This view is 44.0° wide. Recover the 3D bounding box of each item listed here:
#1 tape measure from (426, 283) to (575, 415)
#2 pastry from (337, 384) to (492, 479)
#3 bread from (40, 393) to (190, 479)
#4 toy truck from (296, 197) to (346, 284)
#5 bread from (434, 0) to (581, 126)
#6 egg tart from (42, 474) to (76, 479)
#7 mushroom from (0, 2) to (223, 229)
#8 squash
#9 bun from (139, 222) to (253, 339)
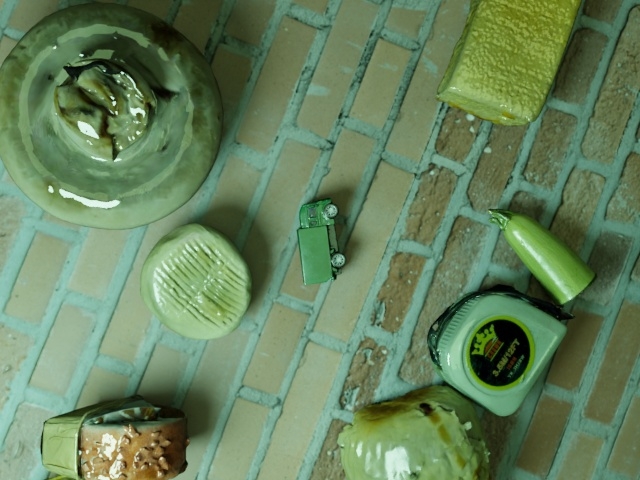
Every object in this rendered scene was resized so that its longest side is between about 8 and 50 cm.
[{"bbox_3d":[0.309,0.169,1.414,0.207,0.115,0.235,37,82,-11],"label":"tape measure"},{"bbox_3d":[0.170,0.391,1.360,0.256,0.170,0.236,-18,90,1],"label":"pastry"},{"bbox_3d":[-0.318,0.329,1.276,0.212,0.224,0.142,4,89,15],"label":"bread"},{"bbox_3d":[0.000,0.000,1.398,0.079,0.065,0.147,-6,92,-4],"label":"toy truck"},{"bbox_3d":[0.338,-0.353,1.422,0.185,0.114,0.274,20,86,-3],"label":"bread"},{"bbox_3d":[-0.405,0.483,1.299,0.213,0.090,0.212,10,71,-29],"label":"egg tart"},{"bbox_3d":[-0.333,-0.195,1.243,0.362,0.294,0.362,0,90,-9],"label":"mushroom"},{"bbox_3d":[0.389,0.017,1.440,0.224,0.094,0.094,44,85,1],"label":"squash"},{"bbox_3d":[-0.207,0.070,1.345,0.178,0.128,0.193,-46,106,-5],"label":"bun"}]
